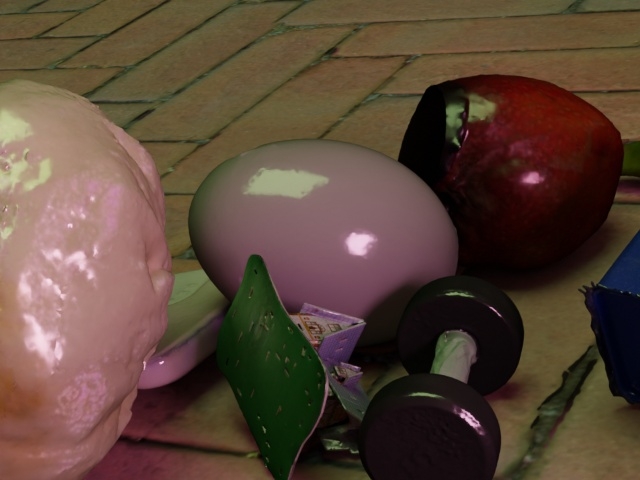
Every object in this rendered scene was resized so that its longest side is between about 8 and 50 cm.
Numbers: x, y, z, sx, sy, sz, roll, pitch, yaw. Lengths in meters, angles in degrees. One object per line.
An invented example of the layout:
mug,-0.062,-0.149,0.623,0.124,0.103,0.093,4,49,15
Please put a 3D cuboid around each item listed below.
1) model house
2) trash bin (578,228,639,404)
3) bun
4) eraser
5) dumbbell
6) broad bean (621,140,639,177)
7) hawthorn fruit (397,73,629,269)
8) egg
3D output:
model house,-0.004,0.101,1.162,0.088,0.117,0.167,4,33,-30
trash bin,0.322,0.030,1.127,0.162,0.184,0.234,13,44,45
bun,-0.244,0.054,1.167,0.219,0.365,0.365,16,4,-36
eraser,-0.140,0.079,1.340,0.204,0.059,0.243,-9,21,5
dumbbell,0.093,0.109,1.109,0.100,0.100,0.191,-4,23,16
broad bean,0.413,-0.073,1.433,0.339,0.061,0.077,2,40,30
hawthorn fruit,0.188,-0.068,1.398,0.251,0.189,0.189,-9,18,-36
egg,0.000,0.000,1.277,0.232,0.176,0.176,16,19,-12
